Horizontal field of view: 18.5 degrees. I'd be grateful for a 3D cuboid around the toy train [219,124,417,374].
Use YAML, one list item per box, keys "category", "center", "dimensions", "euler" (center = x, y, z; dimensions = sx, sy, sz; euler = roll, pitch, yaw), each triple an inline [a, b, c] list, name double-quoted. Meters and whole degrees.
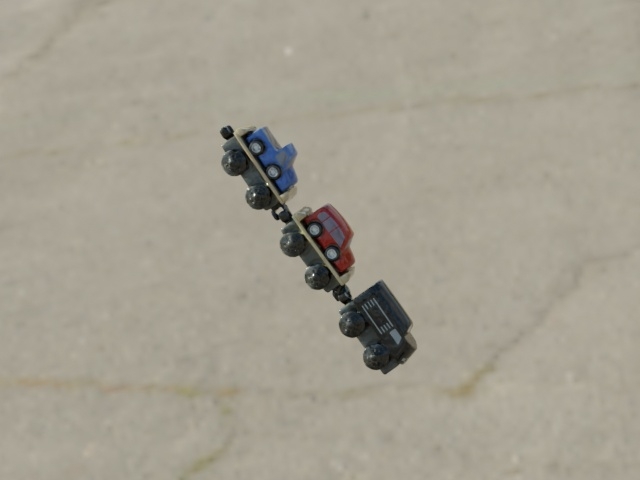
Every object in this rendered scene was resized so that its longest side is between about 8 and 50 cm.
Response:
- category: "toy train"
  center: [0.000, 0.000, 1.045]
  dimensions: [0.036, 0.158, 0.027]
  euler: [-36, 0, 15]
